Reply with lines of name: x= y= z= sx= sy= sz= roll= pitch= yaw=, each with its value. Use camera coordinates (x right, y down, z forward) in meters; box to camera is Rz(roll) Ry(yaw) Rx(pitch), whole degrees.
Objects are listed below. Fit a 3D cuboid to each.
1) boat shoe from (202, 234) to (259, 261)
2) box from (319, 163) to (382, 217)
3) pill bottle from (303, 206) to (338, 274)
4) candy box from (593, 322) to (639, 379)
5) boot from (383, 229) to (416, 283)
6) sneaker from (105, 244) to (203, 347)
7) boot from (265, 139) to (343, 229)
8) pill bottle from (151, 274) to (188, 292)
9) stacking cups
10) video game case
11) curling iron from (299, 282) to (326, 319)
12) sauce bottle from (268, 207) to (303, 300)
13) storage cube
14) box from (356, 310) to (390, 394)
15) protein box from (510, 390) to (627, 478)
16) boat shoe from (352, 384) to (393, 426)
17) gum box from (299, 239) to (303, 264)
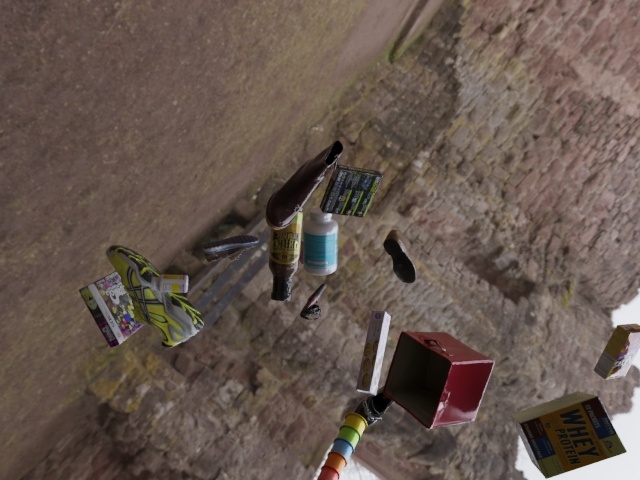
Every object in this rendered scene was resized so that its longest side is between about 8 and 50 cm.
boat shoe: x=-0.292 y=0.029 z=1.606 sx=0.066 sy=0.183 sz=0.066 roll=-127 pitch=-149 yaw=-59
box: x=0.112 y=-0.180 z=1.807 sx=0.045 sy=0.184 sz=0.190 roll=61 pitch=-41 yaw=46
pill bottle: x=0.000 y=0.000 z=2.024 sx=0.146 sy=0.146 sz=0.264 roll=-52 pitch=146 yaw=-62
candy box: x=0.996 y=0.367 z=1.617 sx=0.053 sy=0.109 sz=0.186 roll=48 pitch=-49 yaw=53
boot: x=0.404 y=0.079 z=2.405 sx=0.112 sy=0.305 sz=0.115 roll=-11 pitch=-147 yaw=27
sneaker: x=-0.545 y=0.174 z=1.525 sx=0.147 sy=0.384 sz=0.145 roll=-43 pitch=179 yaw=-2
boot: x=-0.046 y=-0.155 z=1.322 sx=0.207 sy=0.090 sz=0.248 roll=-40 pitch=-165 yaw=49
pill bottle: x=-0.365 y=0.104 z=1.182 sx=0.043 sy=0.083 sz=0.043 roll=-177 pitch=-90 yaw=-78
stacking cups: x=0.081 y=0.788 z=1.805 sx=0.096 sy=0.096 sz=0.316 roll=-53 pitch=178 yaw=37
video game case: x=-0.669 y=0.214 z=1.613 sx=0.042 sy=0.210 sz=0.232 roll=-23 pitch=-172 yaw=11
curling iron: x=-0.013 y=0.207 z=1.668 sx=0.274 sy=0.068 sz=0.035 roll=-55 pitch=150 yaw=-72
sauce bottle: x=-0.122 y=0.035 z=1.679 sx=0.111 sy=0.111 sz=0.344 roll=-43 pitch=136 yaw=-86
storage cube: x=0.319 y=0.367 z=1.319 sx=0.184 sy=0.193 sz=0.215 roll=27 pitch=-76 yaw=51
box: x=0.210 y=0.440 z=1.926 sx=0.063 sy=0.067 sz=0.324 roll=42 pitch=55 yaw=-48
protein box: x=0.624 y=0.492 z=1.253 sx=0.200 sy=0.136 sz=0.201 roll=-23 pitch=162 yaw=8
boat shoe: x=0.235 y=0.727 z=2.123 sx=0.306 sy=0.113 sz=0.105 roll=-42 pitch=162 yaw=23
gum box: x=-0.057 y=0.071 z=2.239 sx=0.062 sy=0.107 sz=0.188 roll=-37 pitch=158 yaw=5
